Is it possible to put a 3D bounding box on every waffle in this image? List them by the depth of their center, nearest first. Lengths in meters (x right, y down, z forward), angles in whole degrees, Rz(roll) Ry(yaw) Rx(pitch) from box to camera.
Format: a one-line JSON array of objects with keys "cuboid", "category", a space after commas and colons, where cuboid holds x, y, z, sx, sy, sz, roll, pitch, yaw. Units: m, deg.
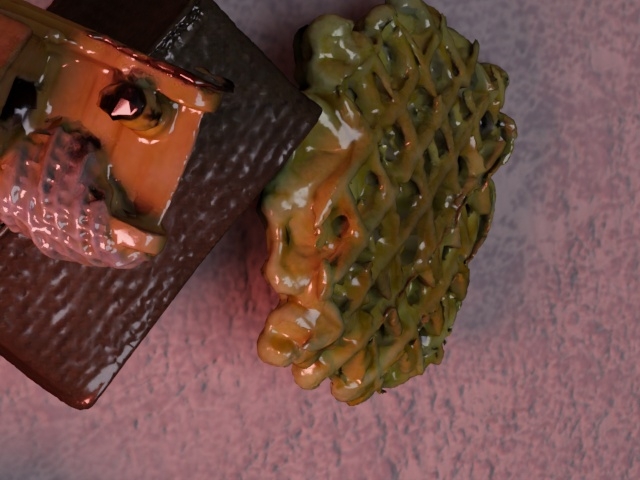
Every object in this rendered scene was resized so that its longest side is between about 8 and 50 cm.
[{"cuboid": [0.054, -0.028, 1.428, 0.297, 0.073, 0.317, 10, 88, -56], "category": "waffle"}]

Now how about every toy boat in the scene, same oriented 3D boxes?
[{"cuboid": [-0.276, -0.113, 1.105, 0.445, 0.162, 0.136, 23, 95, 9], "category": "toy boat"}]

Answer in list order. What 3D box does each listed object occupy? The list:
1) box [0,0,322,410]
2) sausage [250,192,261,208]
[{"cuboid": [-0.160, -0.044, 1.282, 0.273, 0.184, 0.143, -51, 123, -8], "category": "box"}, {"cuboid": [0.000, 0.001, 1.483, 0.177, 0.047, 0.040, 48, 40, -33], "category": "sausage"}]
